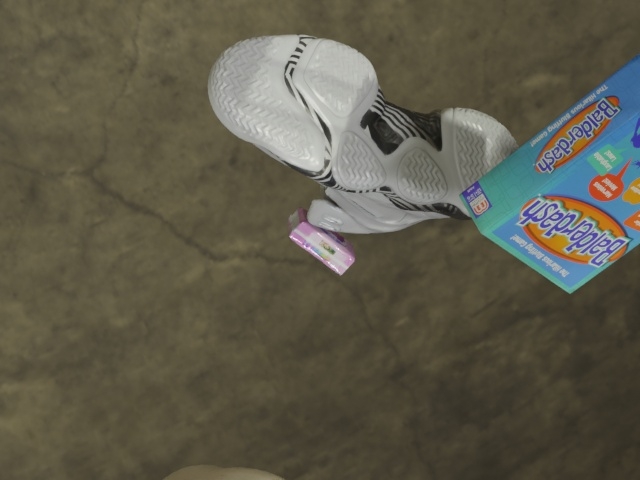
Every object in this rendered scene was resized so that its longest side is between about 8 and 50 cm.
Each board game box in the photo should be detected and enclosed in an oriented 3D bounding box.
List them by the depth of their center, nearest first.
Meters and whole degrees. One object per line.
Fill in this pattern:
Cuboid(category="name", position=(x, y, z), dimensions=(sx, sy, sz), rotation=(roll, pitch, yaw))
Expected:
Cuboid(category="board game box", position=(0.238, -0.056, 0.889), dimensions=(0.210, 0.047, 0.160), rotation=(-39, 141, 20))

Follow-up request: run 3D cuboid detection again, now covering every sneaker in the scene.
Cuboid(category="sneaker", position=(0.015, -0.091, 1.155), dimensions=(0.366, 0.137, 0.210), rotation=(16, 163, -32))

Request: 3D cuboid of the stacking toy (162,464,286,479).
Cuboid(category="stacking toy", position=(-0.038, 0.404, 0.654), dimensions=(0.480, 0.350, 0.350), rotation=(-62, 144, -11))

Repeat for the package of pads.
Cuboid(category="package of pads", position=(0.000, 0.000, 1.308), dimensions=(0.083, 0.050, 0.032), rotation=(36, 108, -18))
